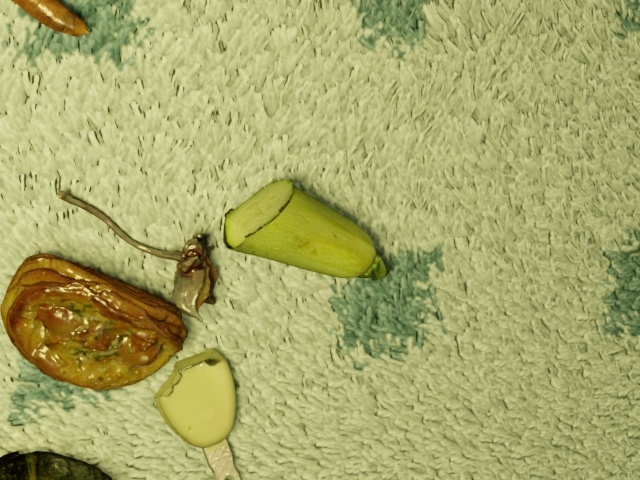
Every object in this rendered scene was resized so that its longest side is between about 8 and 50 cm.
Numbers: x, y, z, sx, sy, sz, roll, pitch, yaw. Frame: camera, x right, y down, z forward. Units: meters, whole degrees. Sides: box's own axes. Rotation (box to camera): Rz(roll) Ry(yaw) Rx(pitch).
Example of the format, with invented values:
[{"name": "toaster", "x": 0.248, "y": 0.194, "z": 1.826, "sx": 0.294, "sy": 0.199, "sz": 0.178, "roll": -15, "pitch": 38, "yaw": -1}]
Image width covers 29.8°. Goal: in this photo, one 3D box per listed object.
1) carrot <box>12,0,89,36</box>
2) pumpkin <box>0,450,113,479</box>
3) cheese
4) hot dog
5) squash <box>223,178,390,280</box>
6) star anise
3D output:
[{"name": "carrot", "x": -0.424, "y": -0.357, "z": 1.660, "sx": 0.248, "sy": 0.059, "sz": 0.059, "roll": 38, "pitch": 91, "yaw": -24}, {"name": "pumpkin", "x": -0.418, "y": 0.472, "z": 1.801, "sx": 0.321, "sy": 0.192, "sz": 0.320, "roll": -4, "pitch": 107, "yaw": -14}, {"name": "cheese", "x": -0.178, "y": 0.301, "z": 1.903, "sx": 0.127, "sy": 0.050, "sz": 0.255, "roll": -19, "pitch": 108, "yaw": -11}, {"name": "hot dog", "x": -0.329, "y": 0.126, "z": 1.771, "sx": 0.272, "sy": 0.122, "sz": 0.196, "roll": 28, "pitch": 121, "yaw": -22}, {"name": "squash", "x": 0.007, "y": -0.008, "z": 1.844, "sx": 0.288, "sy": 0.137, "sz": 0.137, "roll": 18, "pitch": 98, "yaw": -23}, {"name": "star anise", "x": -0.269, "y": 0.026, "z": 1.789, "sx": 0.228, "sy": 0.148, "sz": 0.218, "roll": 8, "pitch": 138, "yaw": 8}]
